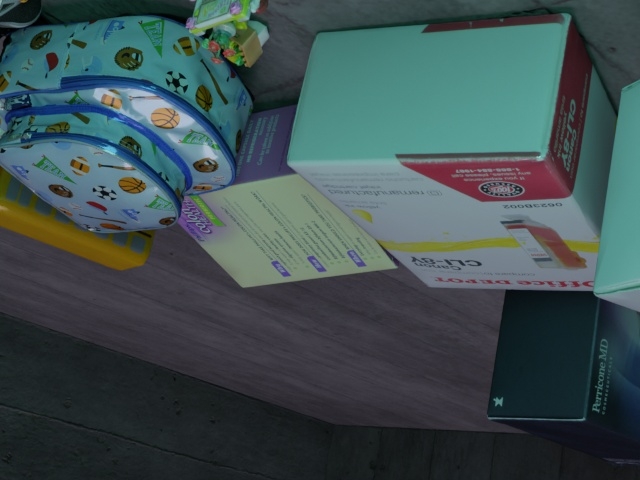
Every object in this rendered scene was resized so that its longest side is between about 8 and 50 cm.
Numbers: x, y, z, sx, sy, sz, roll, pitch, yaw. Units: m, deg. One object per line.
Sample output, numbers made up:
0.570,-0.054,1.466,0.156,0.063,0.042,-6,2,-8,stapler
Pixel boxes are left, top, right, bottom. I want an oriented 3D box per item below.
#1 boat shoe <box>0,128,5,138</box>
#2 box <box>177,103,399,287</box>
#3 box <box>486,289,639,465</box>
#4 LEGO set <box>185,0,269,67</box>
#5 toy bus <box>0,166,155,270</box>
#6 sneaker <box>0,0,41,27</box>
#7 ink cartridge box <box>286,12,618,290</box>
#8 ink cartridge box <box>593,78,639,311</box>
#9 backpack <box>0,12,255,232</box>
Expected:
-0.327,-0.129,1.398,0.335,0.112,0.095,23,177,-17,boat shoe
-0.043,-0.054,1.303,0.243,0.117,0.213,-9,142,29,box
0.417,0.150,1.461,0.294,0.296,0.183,23,159,-33,box
-0.076,-0.214,0.958,0.132,0.107,0.287,18,161,-21,LEGO set
-0.417,-0.069,1.570,0.333,0.130,0.108,24,158,-36,toy bus
-0.304,-0.270,0.972,0.083,0.084,0.215,4,161,7,sneaker
0.183,-0.075,1.137,0.279,0.160,0.385,1,159,30,ink cartridge box
0.393,-0.022,0.809,0.270,0.198,0.197,19,162,-19,ink cartridge box
-0.218,-0.136,1.152,0.263,0.213,0.276,-11,151,27,backpack
